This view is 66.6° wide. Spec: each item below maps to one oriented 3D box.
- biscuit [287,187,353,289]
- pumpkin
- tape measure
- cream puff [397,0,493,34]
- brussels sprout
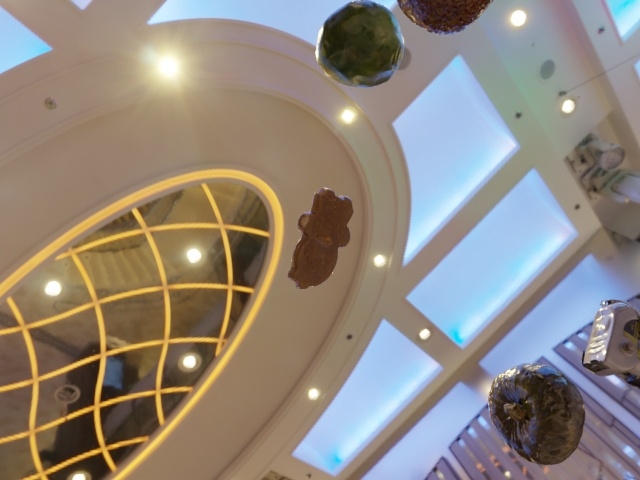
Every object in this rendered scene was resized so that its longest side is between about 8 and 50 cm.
[{"bbox_3d":[0.003,-0.003,0.876,0.133,0.027,0.184,2,-78,-48],"label":"biscuit"},{"bbox_3d":[0.466,0.376,1.069,0.162,0.219,0.219,6,-68,-26],"label":"pumpkin"},{"bbox_3d":[0.816,0.277,1.289,0.197,0.120,0.236,32,-121,2],"label":"tape measure"},{"bbox_3d":[0.160,-0.346,0.629,0.084,0.149,0.149,-25,-50,-53],"label":"cream puff"},{"bbox_3d":[0.083,-0.381,0.948,0.181,0.144,0.161,-19,-48,-30],"label":"brussels sprout"}]
